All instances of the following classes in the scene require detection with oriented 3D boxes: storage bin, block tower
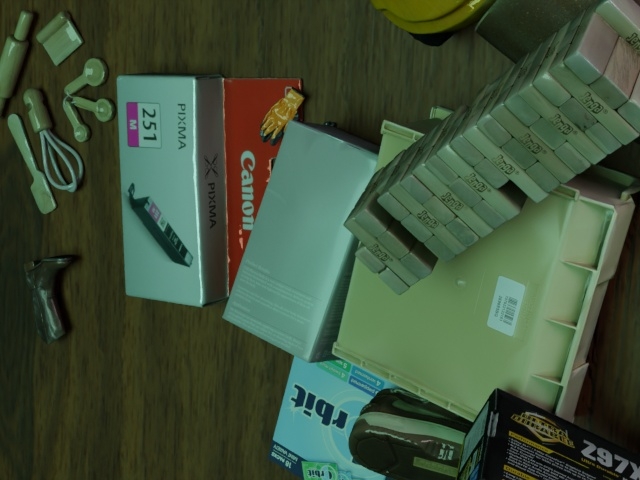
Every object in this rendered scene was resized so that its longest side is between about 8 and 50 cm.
[{"bbox_3d":[0.167,0.032,1.349,0.260,0.123,0.262,23,111,30],"label":"storage bin"},{"bbox_3d":[0.154,-0.076,1.158,0.091,0.097,0.335,42,133,-11],"label":"block tower"}]

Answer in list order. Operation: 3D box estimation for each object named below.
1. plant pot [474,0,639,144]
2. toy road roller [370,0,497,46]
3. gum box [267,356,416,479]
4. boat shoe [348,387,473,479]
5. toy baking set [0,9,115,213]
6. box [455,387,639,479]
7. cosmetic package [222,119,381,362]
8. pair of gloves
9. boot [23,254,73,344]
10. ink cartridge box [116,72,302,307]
[{"bbox_3d":[0.293,-0.178,1.188,0.230,0.215,0.215,48,123,2],"label":"plant pot"},{"bbox_3d":[0.071,-0.351,1.274,0.202,0.240,0.329,-38,76,34],"label":"toy road roller"},{"bbox_3d":[0.030,0.200,1.527,0.157,0.041,0.184,25,111,30],"label":"gum box"},{"bbox_3d":[0.164,0.218,1.403,0.257,0.095,0.095,21,131,7],"label":"boat shoe"},{"bbox_3d":[-0.361,-0.169,1.748,0.197,0.030,0.256,42,119,22],"label":"toy baking set"},{"bbox_3d":[0.270,0.282,1.167,0.322,0.257,0.079,25,114,1],"label":"box"},{"bbox_3d":[0.000,0.000,1.449,0.127,0.107,0.238,27,100,28],"label":"cosmetic package"},{"bbox_3d":[-0.026,-0.122,1.515,0.083,0.010,0.074,43,108,9],"label":"pair of gloves"},{"bbox_3d":[-0.351,0.079,1.781,0.106,0.037,0.114,-13,88,50],"label":"boot"},{"bbox_3d":[-0.131,-0.058,1.587,0.239,0.060,0.275,6,102,36],"label":"ink cartridge box"}]
